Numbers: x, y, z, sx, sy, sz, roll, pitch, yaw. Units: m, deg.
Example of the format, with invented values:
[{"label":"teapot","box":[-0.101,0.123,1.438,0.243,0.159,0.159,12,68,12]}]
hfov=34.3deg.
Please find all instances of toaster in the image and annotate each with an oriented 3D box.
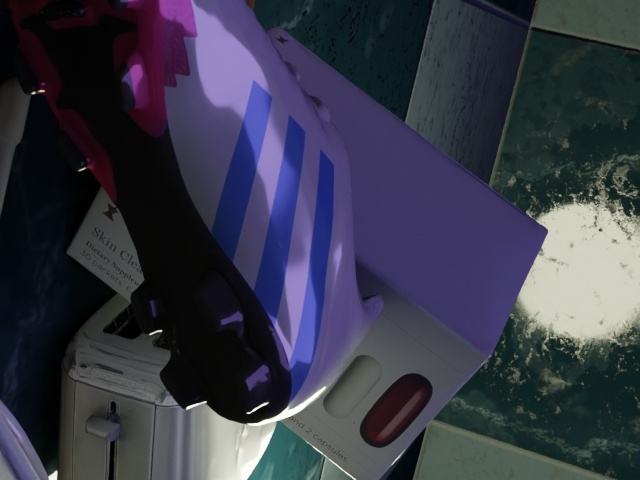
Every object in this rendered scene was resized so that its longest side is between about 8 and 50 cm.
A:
[{"label":"toaster","box":[-0.106,0.111,0.791,0.227,0.129,0.146,-46,146,-56]}]

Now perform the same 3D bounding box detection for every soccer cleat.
[{"label":"soccer cleat","box":[-0.059,-0.067,0.539,0.143,0.116,0.331,-34,114,-43]}]

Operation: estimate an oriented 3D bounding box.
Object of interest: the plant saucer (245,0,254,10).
[{"label":"plant saucer","box":[-0.089,-0.175,0.736,0.198,0.036,0.198,17,90,-74]}]

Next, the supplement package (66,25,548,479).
[{"label":"supplement package","box":[0.000,0.000,0.734,0.145,0.262,0.204,-55,176,32]}]

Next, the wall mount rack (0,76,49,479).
[{"label":"wall mount rack","box":[-0.140,0.080,0.502,0.304,0.130,0.350,64,-7,-10]}]
